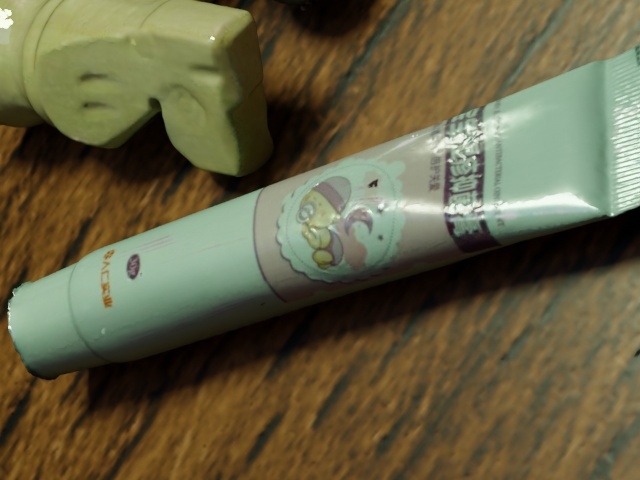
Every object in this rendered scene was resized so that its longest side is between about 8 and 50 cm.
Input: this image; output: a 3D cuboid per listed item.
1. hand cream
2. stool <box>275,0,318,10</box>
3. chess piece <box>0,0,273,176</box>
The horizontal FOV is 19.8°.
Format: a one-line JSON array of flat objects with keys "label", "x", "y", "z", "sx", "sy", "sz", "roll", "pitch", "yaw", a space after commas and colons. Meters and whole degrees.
[{"label": "hand cream", "x": 0.000, "y": 0.000, "z": 0.839, "sx": 0.331, "sy": 0.058, "sz": 0.085, "roll": -17, "pitch": 47, "yaw": 27}, {"label": "stool", "x": -0.084, "y": -0.205, "z": 0.910, "sx": 0.139, "sy": 0.153, "sz": 0.228, "roll": -40, "pitch": 53, "yaw": 19}, {"label": "chess piece", "x": -0.106, "y": -0.088, "z": 0.928, "sx": 0.200, "sy": 0.090, "sz": 0.090, "roll": 15, "pitch": 83, "yaw": 39}]
